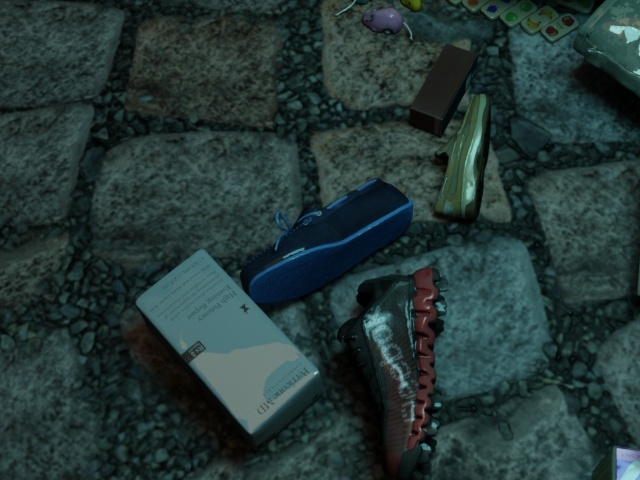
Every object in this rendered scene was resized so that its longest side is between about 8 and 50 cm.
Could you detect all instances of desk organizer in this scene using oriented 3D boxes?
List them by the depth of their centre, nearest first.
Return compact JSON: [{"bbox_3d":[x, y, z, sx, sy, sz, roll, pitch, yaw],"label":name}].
[{"bbox_3d":[0.177,-0.217,1.407,0.050,0.047,0.130,23,66,16],"label":"desk organizer"}]

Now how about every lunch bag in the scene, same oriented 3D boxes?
[{"bbox_3d":[0.517,-0.277,1.355,0.287,0.169,0.235,-40,68,-21],"label":"lunch bag"}]

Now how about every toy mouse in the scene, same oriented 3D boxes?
[{"bbox_3d":[0.089,-0.367,1.494,0.143,0.031,0.161,-10,63,-3],"label":"toy mouse"}]

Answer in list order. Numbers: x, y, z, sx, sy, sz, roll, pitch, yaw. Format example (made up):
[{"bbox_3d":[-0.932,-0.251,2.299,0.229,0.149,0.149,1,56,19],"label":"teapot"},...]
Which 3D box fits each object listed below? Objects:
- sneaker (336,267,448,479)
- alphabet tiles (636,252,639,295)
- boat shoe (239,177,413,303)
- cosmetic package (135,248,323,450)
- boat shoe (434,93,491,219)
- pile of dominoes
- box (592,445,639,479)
[{"bbox_3d":[0.084,0.159,1.192,0.135,0.098,0.276,3,61,4],"label":"sneaker"},{"bbox_3d":[0.550,-0.033,1.227,0.285,0.011,0.343,5,92,4],"label":"alphabet tiles"},{"bbox_3d":[0.000,0.000,1.288,0.258,0.109,0.089,-24,56,-27],"label":"boat shoe"},{"bbox_3d":[-0.114,0.134,1.221,0.117,0.085,0.231,-41,67,-16],"label":"cosmetic package"},{"bbox_3d":[0.192,-0.121,1.350,0.072,0.068,0.190,5,63,18],"label":"boat shoe"},{"bbox_3d":[0.308,-0.415,1.505,0.251,0.040,0.196,26,67,15],"label":"pile of dominoes"},{"bbox_3d":[0.410,0.366,1.061,0.213,0.117,0.243,7,64,6],"label":"box"}]
